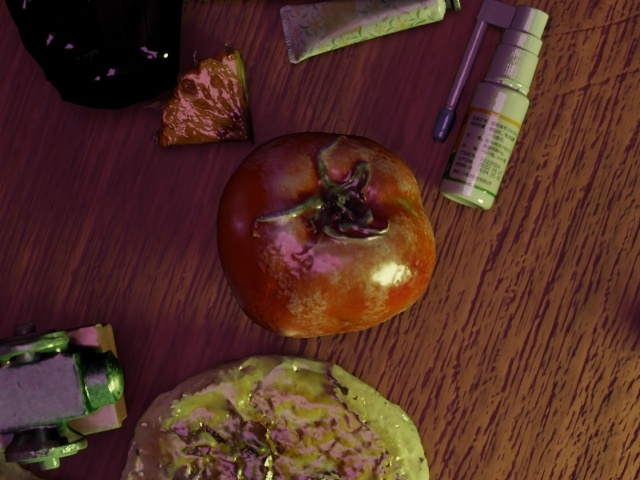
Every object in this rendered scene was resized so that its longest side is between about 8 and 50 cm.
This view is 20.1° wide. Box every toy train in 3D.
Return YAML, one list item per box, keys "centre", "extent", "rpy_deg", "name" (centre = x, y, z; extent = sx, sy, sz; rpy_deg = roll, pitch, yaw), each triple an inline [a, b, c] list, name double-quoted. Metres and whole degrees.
- centre: [-0.346, 0.164, 1.856]
  extent: [0.304, 0.221, 0.150]
  rpy_deg: [-11, 91, 2]
  name: "toy train"

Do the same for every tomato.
- centre: [-0.001, -0.004, 1.869]
  extent: [0.232, 0.188, 0.232]
  rpy_deg: [8, 58, -12]
  name: "tomato"

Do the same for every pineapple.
- centre: [-0.117, -0.141, 1.949]
  extent: [0.116, 0.069, 0.137]
  rpy_deg: [42, 98, -2]
  name: "pineapple"

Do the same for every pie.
- centre: [-0.050, 0.277, 1.910]
  extent: [0.339, 0.077, 0.339]
  rpy_deg: [0, 87, 3]
  name: "pie"

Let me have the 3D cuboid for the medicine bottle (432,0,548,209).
- centre: [0.177, -0.149, 1.937]
  extent: [0.092, 0.061, 0.221]
  rpy_deg: [19, 87, 22]
  name: "medicine bottle"

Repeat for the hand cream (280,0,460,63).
- centre: [0.054, -0.244, 1.953]
  extent: [0.194, 0.042, 0.067]
  rpy_deg: [-12, 82, 5]
  name: "hand cream"

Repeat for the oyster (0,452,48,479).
- centre: [-0.360, 0.326, 1.870]
  extent: [0.361, 0.221, 0.096]
  rpy_deg: [25, 125, 16]
  name: "oyster"

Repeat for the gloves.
- centre: [-0.253, -0.284, 1.912]
  extent: [0.197, 0.152, 0.301]
  rpy_deg: [-19, 90, 14]
  name: "gloves"
